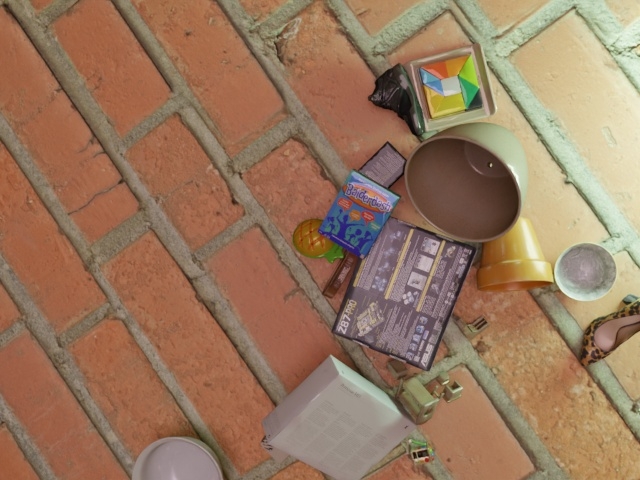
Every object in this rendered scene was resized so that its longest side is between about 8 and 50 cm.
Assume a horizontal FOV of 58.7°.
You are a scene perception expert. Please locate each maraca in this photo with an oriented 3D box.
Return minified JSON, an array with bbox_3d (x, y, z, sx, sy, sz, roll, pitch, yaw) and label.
[{"bbox_3d":[0.000,0.000,1.727,0.186,0.099,0.127,22,77,24],"label":"maraca"}]

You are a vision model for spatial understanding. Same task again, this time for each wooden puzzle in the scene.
[{"bbox_3d":[0.383,-0.452,1.691,0.239,0.044,0.221,-14,91,8],"label":"wooden puzzle"}]

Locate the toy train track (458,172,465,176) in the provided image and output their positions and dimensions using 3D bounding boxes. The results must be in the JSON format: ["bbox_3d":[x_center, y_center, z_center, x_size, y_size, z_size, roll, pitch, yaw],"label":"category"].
[{"bbox_3d":[0.395,-0.197,1.717,0.083,0.014,0.048,0,85,2],"label":"toy train track"}]

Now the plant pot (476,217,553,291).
[{"bbox_3d":[0.544,0.040,1.626,0.205,0.205,0.188,-5,77,8],"label":"plant pot"}]

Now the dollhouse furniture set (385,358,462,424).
[{"bbox_3d":[0.310,0.444,1.745,0.182,0.161,0.101,48,141,40],"label":"dollhouse furniture set"}]

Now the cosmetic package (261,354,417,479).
[{"bbox_3d":[0.062,0.534,1.658,0.284,0.097,0.377,-44,122,9],"label":"cosmetic package"}]

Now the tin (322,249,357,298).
[{"bbox_3d":[0.065,0.090,1.729,0.040,0.106,0.189,29,97,-7],"label":"tin"}]

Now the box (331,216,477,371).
[{"bbox_3d":[0.247,0.150,1.708,0.318,0.097,0.394,20,93,5],"label":"box"}]

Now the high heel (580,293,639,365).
[{"bbox_3d":[0.830,0.262,1.589,0.093,0.186,0.261,36,97,5],"label":"high heel"}]

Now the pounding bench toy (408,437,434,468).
[{"bbox_3d":[0.309,0.643,1.746,0.065,0.052,0.083,-15,90,8],"label":"pounding bench toy"}]

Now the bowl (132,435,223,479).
[{"bbox_3d":[-0.433,0.748,1.812,0.298,0.134,0.297,0,92,7],"label":"bowl"}]

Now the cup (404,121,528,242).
[{"bbox_3d":[0.433,-0.195,1.578,0.331,0.331,0.237,41,53,4],"label":"cup"}]

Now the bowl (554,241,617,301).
[{"bbox_3d":[0.755,0.087,1.646,0.170,0.080,0.170,0,93,8],"label":"bowl"}]

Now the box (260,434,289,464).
[{"bbox_3d":[-0.054,0.554,1.764,0.094,0.113,0.275,44,96,4],"label":"box"}]

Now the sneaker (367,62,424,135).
[{"bbox_3d":[0.225,-0.396,1.685,0.130,0.087,0.227,-25,80,23],"label":"sneaker"}]

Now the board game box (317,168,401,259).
[{"bbox_3d":[0.110,-0.075,1.632,0.160,0.047,0.210,30,106,7],"label":"board game box"}]

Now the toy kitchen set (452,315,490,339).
[{"bbox_3d":[0.447,0.237,1.705,0.075,0.083,0.068,-40,46,7],"label":"toy kitchen set"}]

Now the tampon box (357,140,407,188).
[{"bbox_3d":[0.177,-0.200,1.692,0.161,0.120,0.101,-44,88,8],"label":"tampon box"}]
